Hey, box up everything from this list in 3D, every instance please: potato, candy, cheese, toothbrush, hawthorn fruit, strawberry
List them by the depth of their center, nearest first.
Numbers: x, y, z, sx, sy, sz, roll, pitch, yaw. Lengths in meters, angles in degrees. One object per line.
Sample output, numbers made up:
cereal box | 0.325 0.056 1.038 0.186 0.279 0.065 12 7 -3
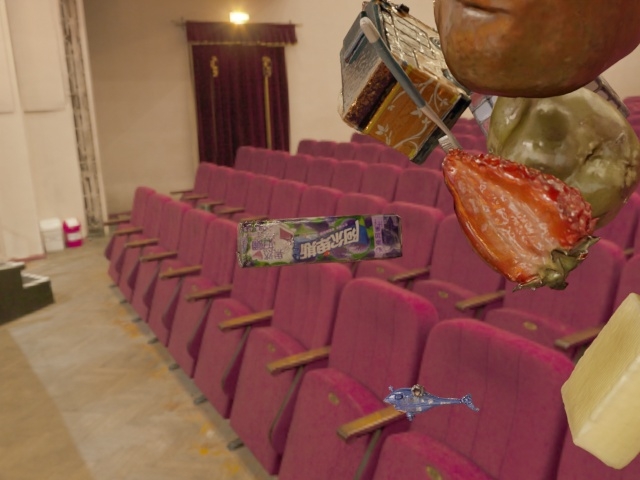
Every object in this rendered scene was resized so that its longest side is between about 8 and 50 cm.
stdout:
hawthorn fruit | 0.262 -0.333 0.710 0.268 0.300 0.267 -2 35 2
toothbrush | 0.127 -0.199 0.811 0.025 0.276 0.019 -26 46 25
strawberry | 0.269 -0.036 0.831 0.228 0.174 0.098 36 46 22
potato | 0.386 -0.168 0.977 0.218 0.202 0.350 24 37 -23
candy | 0.000 0.000 1.104 0.313 0.088 0.061 -3 -5 -13
cheese | 0.593 0.264 1.142 0.124 0.265 0.242 28 20 4

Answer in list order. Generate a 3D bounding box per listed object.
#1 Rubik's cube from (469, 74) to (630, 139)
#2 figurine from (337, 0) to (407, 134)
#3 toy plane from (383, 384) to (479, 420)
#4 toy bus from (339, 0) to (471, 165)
Rubik's cube | 0.587 -0.394 1.592 0.293 0.292 0.286 20 41 -36
figurine | 0.143 -0.444 1.545 0.185 0.331 0.204 -1 10 -14
toy plane | 0.195 0.288 1.048 0.167 0.062 0.054 -4 -15 14
toy bus | 0.143 -0.308 1.095 0.194 0.161 0.323 23 36 -18
